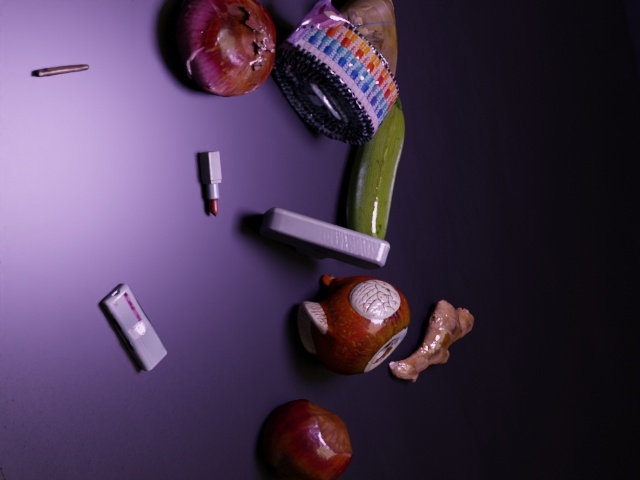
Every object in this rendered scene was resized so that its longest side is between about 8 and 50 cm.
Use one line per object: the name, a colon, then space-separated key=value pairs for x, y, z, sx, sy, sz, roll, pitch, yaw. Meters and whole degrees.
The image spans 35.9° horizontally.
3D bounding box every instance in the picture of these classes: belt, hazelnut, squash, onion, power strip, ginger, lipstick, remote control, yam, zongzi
belt: x=0.031 y=-0.353 z=2.087 sx=0.295 sy=0.206 sz=0.160 roll=46 pitch=62 yaw=-22
hazelnut: x=-0.026 y=0.435 z=2.120 sx=0.201 sy=0.160 sz=0.170 roll=39 pitch=42 yaw=-1
squash: x=0.124 y=-0.154 z=2.271 sx=0.107 sy=0.107 sz=0.395 roll=24 pitch=73 yaw=-47
onion: x=-0.164 y=-0.386 z=1.891 sx=0.230 sy=0.163 sz=0.230 roll=-1 pitch=92 yaw=-40
power strip: x=0.000 y=-0.001 z=2.084 sx=0.264 sy=0.193 sz=0.059 roll=17 pitch=80 yaw=-11
ginger: x=0.293 y=0.251 z=2.516 sx=0.333 sy=0.081 sz=0.148 roll=-43 pitch=138 yaw=-37
lipstick: x=-0.214 y=-0.110 z=1.948 sx=0.030 sy=0.030 sz=0.129 roll=-13 pitch=102 yaw=-48
remote control: x=-0.339 y=0.160 z=1.824 sx=0.065 sy=0.029 sz=0.166 roll=-46 pitch=124 yaw=-36
yam: x=-0.441 y=-0.292 z=1.693 sx=0.107 sy=0.014 sz=0.014 roll=-21 pitch=108 yaw=-46
zongzi: x=0.107 y=-0.433 z=2.222 sx=0.228 sy=0.115 sz=0.256 roll=-57 pitch=140 yaw=-53

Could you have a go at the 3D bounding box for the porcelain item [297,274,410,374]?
porcelain item: x=0.068 y=0.167 z=2.185 sx=0.253 sy=0.253 sz=0.253 roll=-4 pitch=95 yaw=-48
